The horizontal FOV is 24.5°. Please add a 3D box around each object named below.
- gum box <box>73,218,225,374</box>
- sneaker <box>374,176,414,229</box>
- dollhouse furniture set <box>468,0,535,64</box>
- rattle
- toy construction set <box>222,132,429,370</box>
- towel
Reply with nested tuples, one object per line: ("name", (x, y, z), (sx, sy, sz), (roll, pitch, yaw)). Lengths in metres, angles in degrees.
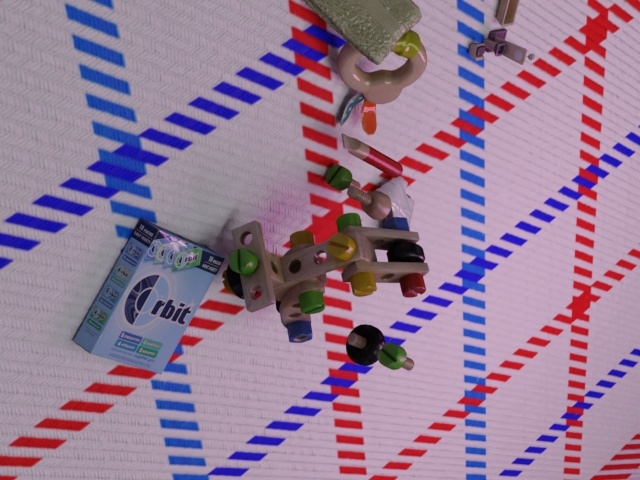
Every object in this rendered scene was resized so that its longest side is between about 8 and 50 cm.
("gum box", (-0.225, 0.078, 1.966), (0.157, 0.041, 0.184), (27, 92, -56))
("sneaker", (0.126, -0.037, 2.314), (0.061, 0.053, 0.152), (-44, 143, -26))
("dollhouse furniture set", (0.296, -0.329, 2.279), (0.091, 0.081, 0.114), (-17, 128, -45))
("rattle", (0.073, -0.264, 2.096), (0.130, 0.143, 0.200), (-17, 154, -13))
("toy construction set", (0.000, 0.000, 2.054), (0.237, 0.257, 0.309), (27, 72, -49))
("towel", (0.055, -0.316, 1.962), (0.148, 0.027, 0.110), (44, 77, -11))
